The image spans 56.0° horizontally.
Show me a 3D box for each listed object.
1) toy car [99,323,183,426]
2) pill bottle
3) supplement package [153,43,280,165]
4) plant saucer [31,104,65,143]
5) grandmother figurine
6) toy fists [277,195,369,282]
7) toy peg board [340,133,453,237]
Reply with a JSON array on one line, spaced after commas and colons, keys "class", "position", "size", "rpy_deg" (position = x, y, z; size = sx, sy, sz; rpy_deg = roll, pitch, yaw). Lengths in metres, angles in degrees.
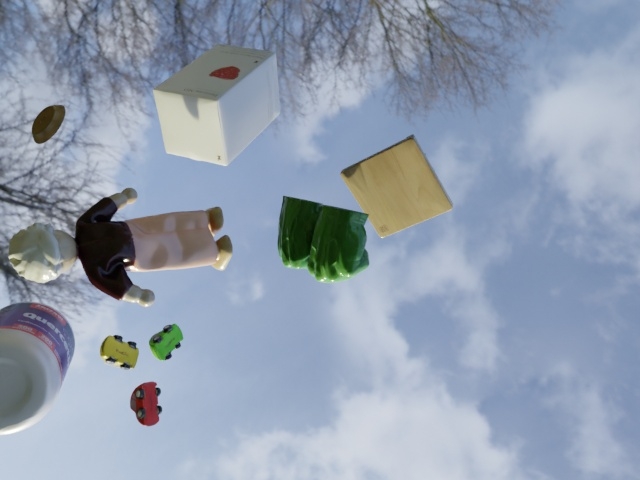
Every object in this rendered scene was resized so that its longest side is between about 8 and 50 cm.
[{"class": "toy car", "position": [-0.402, 0.278, 1.403], "size": [0.053, 0.239, 0.225], "rpy_deg": [-11, -157, 29]}, {"class": "pill bottle", "position": [-0.569, 0.221, 1.137], "size": [0.182, 0.181, 0.323], "rpy_deg": [-64, -162, 0]}, {"class": "supplement package", "position": [-0.243, -0.342, 1.484], "size": [0.177, 0.175, 0.293], "rpy_deg": [14, -138, 18]}, {"class": "plant saucer", "position": [-0.491, -0.212, 1.078], "size": [0.083, 0.015, 0.084], "rpy_deg": [-16, -122, 27]}, {"class": "grandmother figurine", "position": [-0.317, 0.014, 0.980], "size": [0.104, 0.342, 0.208], "rpy_deg": [-54, -129, 42]}, {"class": "toy fists", "position": [0.000, 0.000, 1.170], "size": [0.279, 0.096, 0.142], "rpy_deg": [19, -82, 56]}, {"class": "toy peg board", "position": [0.152, -0.113, 1.171], "size": [0.160, 0.161, 0.079], "rpy_deg": [-23, -158, 28]}]
